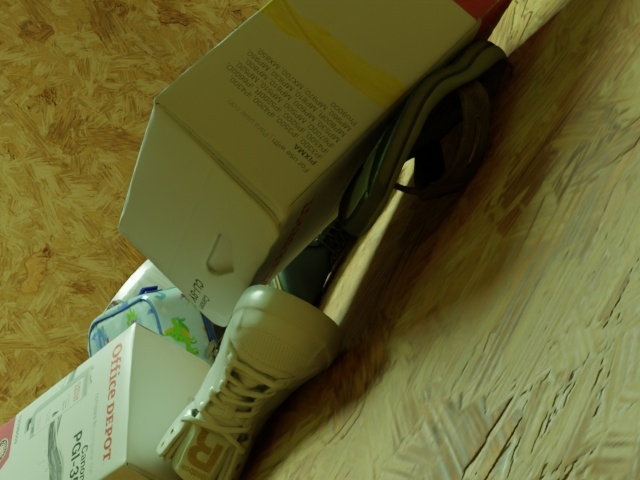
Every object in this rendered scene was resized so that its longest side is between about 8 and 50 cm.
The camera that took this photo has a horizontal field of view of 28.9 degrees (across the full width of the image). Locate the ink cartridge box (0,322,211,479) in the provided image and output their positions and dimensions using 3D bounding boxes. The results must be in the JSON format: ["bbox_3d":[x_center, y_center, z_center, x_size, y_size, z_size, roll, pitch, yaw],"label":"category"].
[{"bbox_3d":[-0.255,0.253,1.374,0.283,0.117,0.207,-38,35,26],"label":"ink cartridge box"}]

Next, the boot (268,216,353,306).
[{"bbox_3d":[0.015,-0.009,1.412,0.137,0.077,0.198,-31,34,32],"label":"boot"}]

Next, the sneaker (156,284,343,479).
[{"bbox_3d":[-0.072,0.153,1.164,0.169,0.108,0.292,-61,0,-22],"label":"sneaker"}]

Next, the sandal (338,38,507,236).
[{"bbox_3d":[0.115,-0.095,1.126,0.303,0.086,0.120,-43,-9,-46],"label":"sandal"}]

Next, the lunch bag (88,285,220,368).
[{"bbox_3d":[-0.204,0.151,1.546,0.090,0.176,0.219,-14,-8,-36],"label":"lunch bag"}]

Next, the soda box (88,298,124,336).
[{"bbox_3d":[-0.218,0.154,1.680,0.063,0.183,0.058,-56,-2,-1],"label":"soda box"}]

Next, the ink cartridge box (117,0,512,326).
[{"bbox_3d":[-0.004,-0.131,1.236,0.385,0.160,0.279,-46,-6,-28],"label":"ink cartridge box"}]

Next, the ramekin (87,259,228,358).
[{"bbox_3d":[-0.230,0.123,1.853,0.273,0.127,0.273,-51,-8,-10],"label":"ramekin"}]
